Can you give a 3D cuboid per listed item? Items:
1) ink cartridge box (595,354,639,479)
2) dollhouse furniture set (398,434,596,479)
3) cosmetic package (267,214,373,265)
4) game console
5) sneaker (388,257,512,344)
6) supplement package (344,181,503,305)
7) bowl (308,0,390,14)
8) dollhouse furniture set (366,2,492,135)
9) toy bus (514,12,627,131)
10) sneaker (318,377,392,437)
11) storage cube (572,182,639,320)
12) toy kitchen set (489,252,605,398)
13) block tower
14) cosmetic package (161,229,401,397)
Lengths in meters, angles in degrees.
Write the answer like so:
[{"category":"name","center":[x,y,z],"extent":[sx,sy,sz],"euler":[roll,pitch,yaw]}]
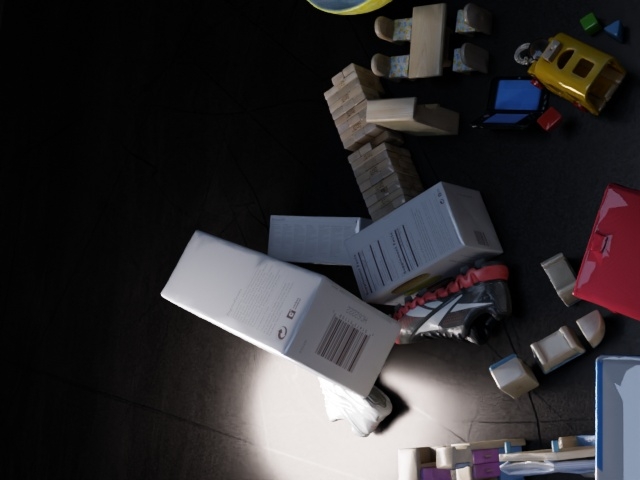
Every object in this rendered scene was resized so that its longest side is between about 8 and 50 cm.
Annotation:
[{"category":"ink cartridge box","center":[0.534,0.307,1.496],"extent":[0.166,0.395,0.285],"euler":[-3,83,35]},{"category":"dollhouse furniture set","center":[0.334,0.421,1.705],"extent":[0.303,0.286,0.198],"euler":[-18,73,53]},{"category":"cosmetic package","center":[0.000,0.000,2.185],"extent":[0.239,0.060,0.099],"euler":[3,89,39]},{"category":"game console","center":[0.343,-0.250,1.931],"extent":[0.122,0.107,0.071],"euler":[6,117,40]},{"category":"sneaker","center":[0.238,0.145,1.948],"extent":[0.276,0.098,0.135],"euler":[-31,64,31]},{"category":"supplement package","center":[0.189,0.012,1.979],"extent":[0.244,0.139,0.134],"euler":[-33,65,33]},{"category":"bowl","center":[0.102,-0.576,2.108],"extent":[0.289,0.156,0.289],"euler":[-5,82,38]},{"category":"dollhouse furniture set","center":[0.186,-0.331,2.007],"extent":[0.212,0.161,0.242],"euler":[2,86,40]},{"category":"toy bus","center":[0.419,-0.304,1.823],"extent":[0.202,0.104,0.191],"euler":[-17,65,28]},{"category":"sneaker","center":[0.032,0.301,2.108],"extent":[0.232,0.090,0.115],"euler":[46,116,34]},{"category":"storage cube","center":[0.543,0.032,1.658],"extent":[0.193,0.184,0.215],"euler":[23,99,38]},{"category":"toy kitchen set","center":[0.377,0.148,1.848],"extent":[0.207,0.122,0.166],"euler":[-31,64,11]},{"category":"block tower","center":[0.111,-0.180,2.097],"extent":[0.091,0.097,0.335],"euler":[-33,63,32]},{"category":"cosmetic package","center":[-0.086,0.133,2.056],"extent":[0.453,0.230,0.161],"euler":[17,78,51]}]
